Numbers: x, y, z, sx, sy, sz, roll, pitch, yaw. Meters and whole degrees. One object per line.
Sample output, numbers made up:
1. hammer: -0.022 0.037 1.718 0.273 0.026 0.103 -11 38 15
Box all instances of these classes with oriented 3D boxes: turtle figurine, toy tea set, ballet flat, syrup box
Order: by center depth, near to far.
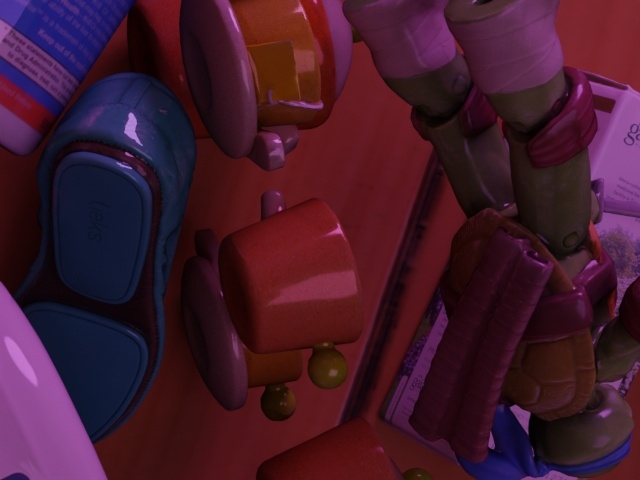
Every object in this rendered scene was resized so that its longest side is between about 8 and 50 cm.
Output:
1. turtle figurine: 0.145 -0.033 0.906 0.275 0.198 0.266 -22 114 10
2. ballet flat: -0.105 0.011 0.919 0.083 0.087 0.247 22 138 1
3. toy tea set: 0.000 0.000 0.939 0.124 0.200 0.336 -15 111 -17
4. syrup box: 0.138 0.025 1.083 0.093 0.096 0.237 24 90 -31

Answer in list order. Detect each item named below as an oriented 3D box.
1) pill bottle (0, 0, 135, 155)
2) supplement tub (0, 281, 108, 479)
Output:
1. pill bottle: -0.128 -0.161 0.864 0.124 0.124 0.221 36 85 -32
2. supplement tub: -0.264 0.155 0.815 0.316 0.228 0.228 -24 114 -22
